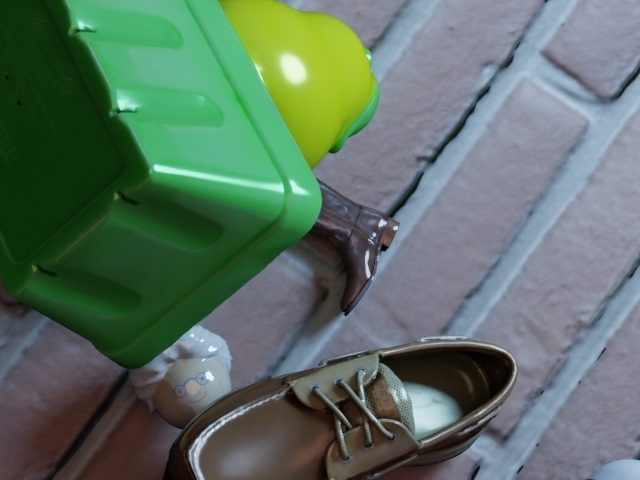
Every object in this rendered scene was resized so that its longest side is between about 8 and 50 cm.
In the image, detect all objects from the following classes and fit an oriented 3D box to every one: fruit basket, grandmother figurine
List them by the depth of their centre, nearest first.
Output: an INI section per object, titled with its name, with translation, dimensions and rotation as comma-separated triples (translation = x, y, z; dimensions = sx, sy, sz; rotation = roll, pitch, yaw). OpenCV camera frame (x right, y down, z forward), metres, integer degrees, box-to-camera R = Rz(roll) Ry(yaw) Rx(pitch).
[fruit basket]
translation = -0.132, -0.106, 1.634
dimensions = 0.283, 0.392, 0.392
rotation = -39, 84, 23
[grandmother figurine]
translation = -0.049, 0.217, 1.638
dimensions = 0.208, 0.104, 0.342
rotation = -31, 86, -24

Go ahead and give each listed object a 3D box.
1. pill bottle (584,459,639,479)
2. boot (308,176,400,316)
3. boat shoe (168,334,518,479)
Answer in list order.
[pill bottle]
translation = 0.240, 0.330, 1.575
dimensions = 0.407, 0.229, 0.229
rotation = -42, 85, -11
[boot]
translation = 0.000, 0.000, 1.713
dimensions = 0.114, 0.037, 0.106
rotation = 28, 65, -3
[boat shoe]
translation = 0.027, 0.142, 1.586
dimensions = 0.324, 0.120, 0.123
rotation = -17, 75, -36
